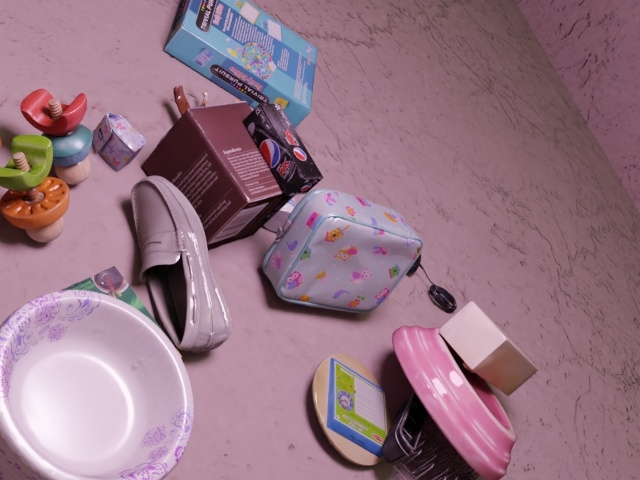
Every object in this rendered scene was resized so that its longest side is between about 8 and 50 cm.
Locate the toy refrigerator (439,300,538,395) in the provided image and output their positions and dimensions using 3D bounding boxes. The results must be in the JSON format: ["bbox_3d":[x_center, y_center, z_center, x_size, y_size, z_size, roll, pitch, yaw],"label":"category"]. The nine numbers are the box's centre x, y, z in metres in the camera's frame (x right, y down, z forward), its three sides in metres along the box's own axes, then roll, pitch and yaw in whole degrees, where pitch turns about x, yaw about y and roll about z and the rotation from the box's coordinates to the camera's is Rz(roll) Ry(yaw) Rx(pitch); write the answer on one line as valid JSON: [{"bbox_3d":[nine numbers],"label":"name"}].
[{"bbox_3d":[0.327,0.217,1.627,0.102,0.094,0.269,51,7,32],"label":"toy refrigerator"}]

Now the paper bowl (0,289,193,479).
[{"bbox_3d":[-0.320,0.220,1.101,0.284,0.148,0.284,27,41,-27],"label":"paper bowl"}]

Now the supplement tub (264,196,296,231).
[{"bbox_3d":[-0.084,-0.078,1.677,0.071,0.071,0.107,22,43,-32],"label":"supplement tub"}]

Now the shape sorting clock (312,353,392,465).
[{"bbox_3d":[0.058,0.302,1.506,0.206,0.040,0.206,36,35,-31],"label":"shape sorting clock"}]

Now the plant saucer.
[{"bbox_3d":[0.262,0.288,1.583,0.332,0.084,0.332,50,11,-13],"label":"plant saucer"}]

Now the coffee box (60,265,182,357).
[{"bbox_3d":[-0.305,0.136,1.281,0.184,0.040,0.113,54,36,6],"label":"coffee box"}]

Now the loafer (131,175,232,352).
[{"bbox_3d":[-0.245,0.033,1.378,0.111,0.112,0.319,1,57,-55],"label":"loafer"}]

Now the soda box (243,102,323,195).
[{"bbox_3d":[-0.067,-0.163,1.499,0.060,0.053,0.169,-10,65,-52],"label":"soda box"}]

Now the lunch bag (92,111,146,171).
[{"bbox_3d":[-0.360,-0.175,1.478,0.083,0.071,0.053,48,40,-5],"label":"lunch bag"}]

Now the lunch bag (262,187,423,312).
[{"bbox_3d":[0.034,0.029,1.582,0.279,0.224,0.108,14,31,-38],"label":"lunch bag"}]

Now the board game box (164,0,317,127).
[{"bbox_3d":[-0.168,-0.430,1.898,0.336,0.079,0.254,30,40,-23],"label":"board game box"}]

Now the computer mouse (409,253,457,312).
[{"bbox_3d":[0.222,0.072,1.893,0.242,0.041,0.071,51,34,-8],"label":"computer mouse"}]

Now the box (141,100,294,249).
[{"bbox_3d":[-0.177,-0.119,1.533,0.167,0.168,0.203,-21,75,-52],"label":"box"}]

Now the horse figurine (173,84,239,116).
[{"bbox_3d":[-0.191,-0.227,1.706,0.263,0.066,0.174,13,43,-42],"label":"horse figurine"}]

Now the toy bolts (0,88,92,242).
[{"bbox_3d":[-0.458,-0.117,1.317,0.218,0.158,0.228,13,45,18],"label":"toy bolts"}]

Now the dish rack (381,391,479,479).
[{"bbox_3d":[0.226,0.416,1.521,0.271,0.074,0.208,49,25,-1],"label":"dish rack"}]
